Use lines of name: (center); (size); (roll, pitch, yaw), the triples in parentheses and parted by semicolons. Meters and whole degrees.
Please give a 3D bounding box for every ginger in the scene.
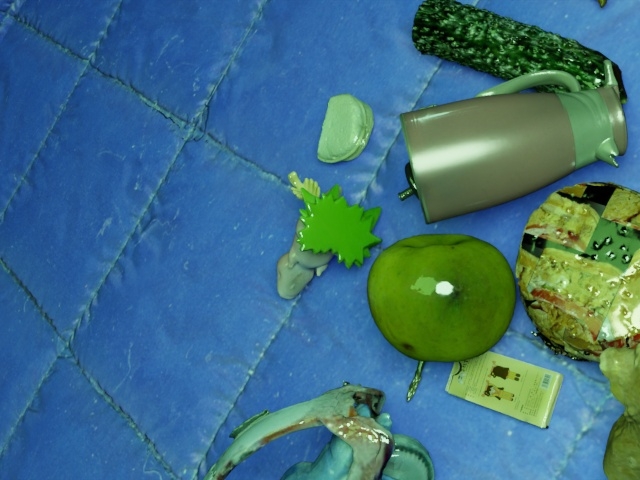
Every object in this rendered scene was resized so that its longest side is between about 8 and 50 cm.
ginger: (0.388, 0.156, 0.801); (0.219, 0.270, 0.123); (12, 40, 25)

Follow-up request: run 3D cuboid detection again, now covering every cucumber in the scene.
cucumber: (0.282, -0.267, 1.151); (0.359, 0.096, 0.096); (33, 94, 43)

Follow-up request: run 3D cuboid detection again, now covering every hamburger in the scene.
hamburger: (0.339, 0.043, 0.973); (0.231, 0.107, 0.230); (-12, 65, 27)
hamburger: (0.047, -0.181, 1.338); (0.084, 0.054, 0.121); (17, 86, 38)

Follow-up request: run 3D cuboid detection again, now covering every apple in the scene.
apple: (0.156, 0.073, 1.050); (0.197, 0.196, 0.156); (-6, 101, 38)

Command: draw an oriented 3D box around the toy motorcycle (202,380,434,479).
toy motorcycle: (-0.015, 0.332, 1.079); (0.241, 0.182, 0.319); (43, 102, 14)

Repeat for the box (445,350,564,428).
box: (0.236, 0.186, 1.049); (0.149, 0.020, 0.073); (15, 83, 42)

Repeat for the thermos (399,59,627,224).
thermos: (0.241, -0.131, 1.019); (0.265, 0.146, 0.176); (-15, 55, 7)

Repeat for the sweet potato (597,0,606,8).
sweet potato: (0.347, -0.430, 1.190); (0.067, 0.067, 0.273); (-42, 53, 18)

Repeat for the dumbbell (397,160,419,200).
dumbbell: (0.198, -0.113, 1.151); (0.209, 0.099, 0.099); (-31, 55, 26)

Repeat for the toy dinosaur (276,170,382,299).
toy dinosaur: (0.007, 0.000, 1.268); (0.177, 0.152, 0.194); (169, 111, -68)

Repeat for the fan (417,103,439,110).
fan: (0.181, -0.188, 1.260); (0.083, 0.004, 0.055); (0, 72, 38)

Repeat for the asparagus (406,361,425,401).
asparagus: (0.148, 0.149, 1.140); (0.016, 0.016, 0.162); (14, 80, 15)
